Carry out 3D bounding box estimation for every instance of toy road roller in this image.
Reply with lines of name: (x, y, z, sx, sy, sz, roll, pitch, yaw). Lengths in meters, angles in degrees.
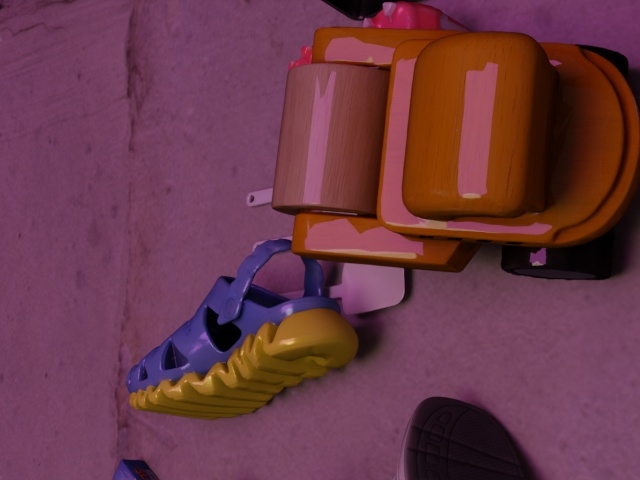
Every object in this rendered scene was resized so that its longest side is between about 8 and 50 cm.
toy road roller: (0.100, -0.084, 1.166, 0.330, 0.240, 0.202, 4, 84, 20)

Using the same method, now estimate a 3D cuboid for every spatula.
spatula: (0.000, 0.000, 1.462, 0.242, 0.019, 0.168, -11, 75, 44)

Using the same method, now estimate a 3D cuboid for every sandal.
sandal: (-0.086, 0.098, 1.458, 0.317, 0.126, 0.138, -27, 61, 38)

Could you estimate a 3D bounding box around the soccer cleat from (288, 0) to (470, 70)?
soccer cleat: (0.049, -0.171, 1.411, 0.248, 0.095, 0.083, -25, 59, 56)

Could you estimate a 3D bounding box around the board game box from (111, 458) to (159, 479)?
board game box: (-0.191, 0.359, 1.575, 0.201, 0.035, 0.136, 42, 112, 42)

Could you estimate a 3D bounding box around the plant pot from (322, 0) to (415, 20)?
plant pot: (0.049, -0.349, 1.375, 0.188, 0.187, 0.167, -12, 62, 45)

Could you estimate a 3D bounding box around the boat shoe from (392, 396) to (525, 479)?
boat shoe: (0.106, 0.269, 1.179, 0.320, 0.118, 0.103, -91, 23, -46)
